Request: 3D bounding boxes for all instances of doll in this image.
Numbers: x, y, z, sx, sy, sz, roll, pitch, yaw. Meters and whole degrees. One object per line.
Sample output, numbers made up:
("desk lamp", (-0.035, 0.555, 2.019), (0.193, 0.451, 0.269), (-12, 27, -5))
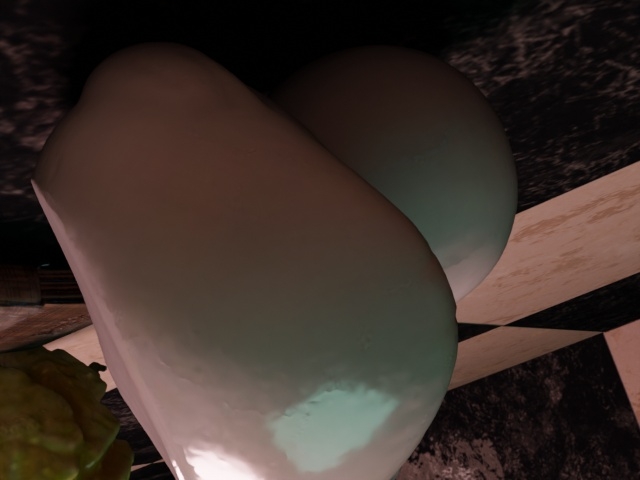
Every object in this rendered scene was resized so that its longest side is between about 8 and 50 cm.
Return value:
("doll", (0.000, 0.000, 0.482), (0.221, 0.221, 0.251), (-15, -168, -12))

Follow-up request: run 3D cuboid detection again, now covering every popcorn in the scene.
("popcorn", (-0.237, 0.152, 0.805), (0.198, 0.198, 0.212), (-12, -173, -24))

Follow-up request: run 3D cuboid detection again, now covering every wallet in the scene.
("wallet", (-0.218, 0.041, 0.645), (0.124, 0.042, 0.230), (-23, 165, 30))
